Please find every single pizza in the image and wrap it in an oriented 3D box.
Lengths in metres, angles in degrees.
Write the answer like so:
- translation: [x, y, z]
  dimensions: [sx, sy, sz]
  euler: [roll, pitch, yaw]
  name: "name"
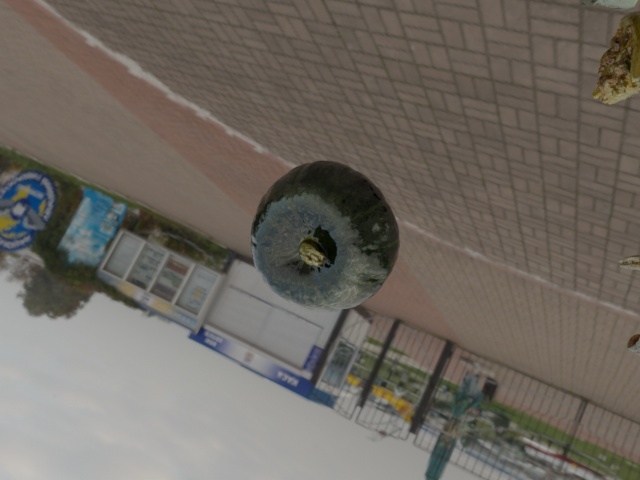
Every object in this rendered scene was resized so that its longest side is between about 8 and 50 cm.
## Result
- translation: [0.831, -0.515, 1.664]
  dimensions: [0.087, 0.268, 0.258]
  euler: [18, 179, 1]
  name: "pizza"

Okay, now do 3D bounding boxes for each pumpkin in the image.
- translation: [0.000, 0.000, 1.203]
  dimensions: [0.300, 0.300, 0.207]
  euler: [23, -154, 18]
  name: "pumpkin"

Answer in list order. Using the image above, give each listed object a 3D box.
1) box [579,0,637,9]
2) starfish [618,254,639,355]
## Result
- translation: [0.751, -0.711, 1.606]
  dimensions: [0.166, 0.220, 0.290]
  euler: [25, -155, 3]
  name: "box"
- translation: [0.702, 0.082, 1.225]
  dimensions: [0.312, 0.302, 0.113]
  euler: [9, 165, -15]
  name: "starfish"
